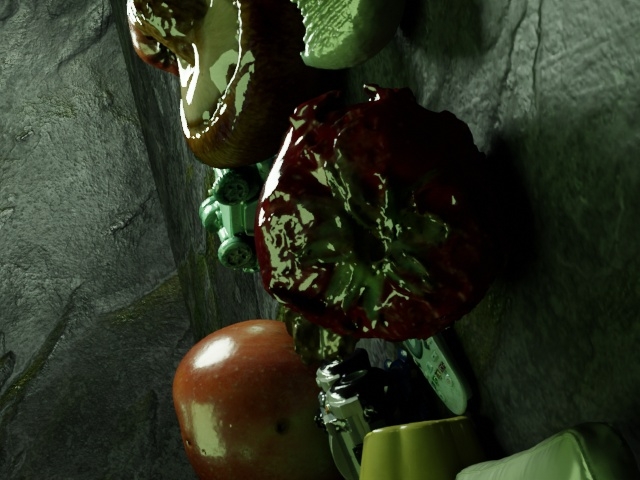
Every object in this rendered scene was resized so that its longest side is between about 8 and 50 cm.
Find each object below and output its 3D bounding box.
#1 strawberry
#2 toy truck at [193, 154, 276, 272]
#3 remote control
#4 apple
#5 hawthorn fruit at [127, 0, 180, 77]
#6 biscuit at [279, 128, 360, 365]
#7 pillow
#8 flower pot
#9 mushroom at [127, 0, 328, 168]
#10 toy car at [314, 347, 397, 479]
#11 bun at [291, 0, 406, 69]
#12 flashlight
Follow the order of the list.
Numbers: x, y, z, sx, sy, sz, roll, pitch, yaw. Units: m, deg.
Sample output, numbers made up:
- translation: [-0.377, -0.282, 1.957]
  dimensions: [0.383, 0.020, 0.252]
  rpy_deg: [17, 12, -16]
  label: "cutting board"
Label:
- translation: [0.061, -0.027, 0.961]
  dimensions: [0.220, 0.274, 0.274]
  rpy_deg: [-12, -92, -76]
  label: "strawberry"
- translation: [-0.136, -0.077, 1.658]
  dimensions: [0.155, 0.156, 0.279]
  rpy_deg: [-121, 24, -43]
  label: "toy truck"
- translation: [0.126, 0.107, 1.167]
  dimensions: [0.097, 0.045, 0.256]
  rpy_deg: [100, 148, -60]
  label: "remote control"
- translation: [-0.099, 0.309, 1.588]
  dimensions: [0.348, 0.276, 0.349]
  rpy_deg: [167, 90, -90]
  label: "apple"
- translation: [-0.263, -0.439, 1.735]
  dimensions: [0.248, 0.207, 0.208]
  rpy_deg: [-88, 1, -45]
  label: "hawthorn fruit"
- translation: [-0.001, -0.019, 1.268]
  dimensions: [0.366, 0.115, 0.268]
  rpy_deg: [94, 171, -47]
  label: "biscuit"
- translation: [0.234, 0.315, 0.855]
  dimensions: [0.322, 0.119, 0.256]
  rpy_deg: [120, 133, -67]
  label: "pillow"
- translation: [0.130, 0.311, 1.103]
  dimensions: [0.195, 0.195, 0.179]
  rpy_deg: [130, 134, -70]
  label: "flower pot"
- translation: [-0.144, -0.270, 1.331]
  dimensions: [0.345, 0.259, 0.346]
  rpy_deg: [-175, 90, -66]
  label: "mushroom"
- translation: [0.059, 0.273, 1.335]
  dimensions: [0.301, 0.118, 0.193]
  rpy_deg: [-156, 43, -81]
  label: "toy car"
- translation: [0.015, -0.306, 1.045]
  dimensions: [0.203, 0.126, 0.213]
  rpy_deg: [-4, 107, 47]
  label: "bun"
- translation: [0.129, 0.211, 1.262]
  dimensions: [0.057, 0.035, 0.121]
  rpy_deg: [-48, 60, 44]
  label: "flashlight"
